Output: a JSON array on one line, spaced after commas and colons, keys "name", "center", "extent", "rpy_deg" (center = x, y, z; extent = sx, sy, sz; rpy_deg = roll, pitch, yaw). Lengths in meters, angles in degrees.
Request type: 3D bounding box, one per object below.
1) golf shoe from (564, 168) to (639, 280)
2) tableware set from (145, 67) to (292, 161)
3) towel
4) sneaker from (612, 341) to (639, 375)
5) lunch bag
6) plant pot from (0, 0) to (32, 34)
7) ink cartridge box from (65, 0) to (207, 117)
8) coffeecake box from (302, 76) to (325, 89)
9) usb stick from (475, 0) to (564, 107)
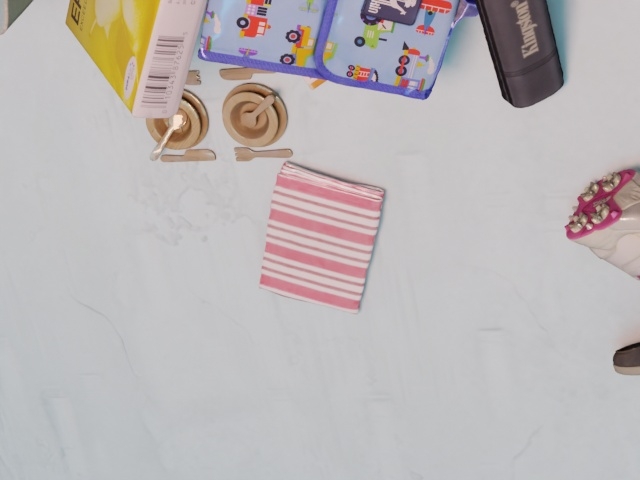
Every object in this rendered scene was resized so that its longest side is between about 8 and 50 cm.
[{"name": "golf shoe", "center": [0.425, -0.025, 1.610], "extent": [0.140, 0.115, 0.306], "rpy_deg": [42, 155, -19]}, {"name": "tableware set", "center": [-0.139, -0.153, 1.796], "extent": [0.194, 0.039, 0.128], "rpy_deg": [-2, 116, 18]}, {"name": "towel", "center": [0.000, 0.000, 1.843], "extent": [0.144, 0.029, 0.197], "rpy_deg": [16, 123, 8]}, {"name": "sneaker", "center": [0.447, 0.086, 1.731], "extent": [0.222, 0.083, 0.118], "rpy_deg": [-25, 88, 34]}, {"name": "lunch bag", "center": [0.033, -0.289, 1.559], "extent": [0.293, 0.138, 0.221], "rpy_deg": [13, 117, -1]}, {"name": "plant pot", "center": [-0.421, -0.411, 1.624], "extent": [0.248, 0.252, 0.247], "rpy_deg": [13, 119, 11]}, {"name": "ink cartridge box", "center": [-0.216, -0.347, 1.590], "extent": [0.307, 0.072, 0.303], "rpy_deg": [48, 132, 40]}, {"name": "coffeecake box", "center": [0.025, -0.290, 1.656], "extent": [0.185, 0.068, 0.142], "rpy_deg": [-31, 103, 28]}, {"name": "usb stick", "center": [0.218, -0.241, 1.553], "extent": [0.077, 0.045, 0.278], "rpy_deg": [-21, 147, 6]}]
